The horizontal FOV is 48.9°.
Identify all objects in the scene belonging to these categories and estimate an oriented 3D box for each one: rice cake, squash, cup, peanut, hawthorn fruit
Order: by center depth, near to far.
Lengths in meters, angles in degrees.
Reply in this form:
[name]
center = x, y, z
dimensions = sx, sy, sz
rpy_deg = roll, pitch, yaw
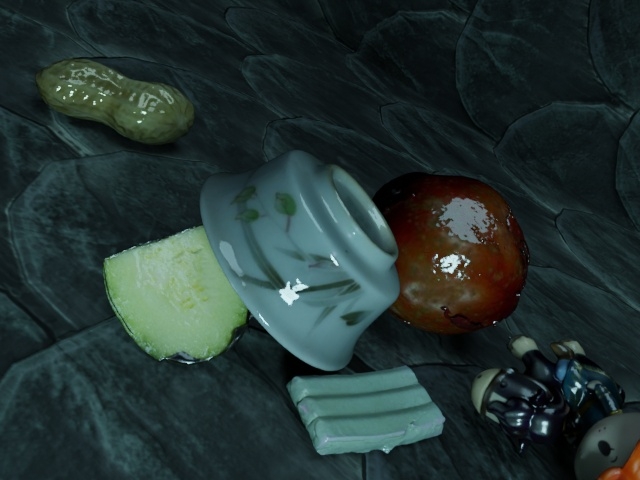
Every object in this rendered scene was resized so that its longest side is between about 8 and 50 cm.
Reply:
[squash]
center = -0.189, 0.086, 0.980
dimensions = 0.192, 0.085, 0.184
rpy_deg = -20, 78, -19
[rice cake]
center = 0.067, 0.236, 0.986
dimensions = 0.237, 0.043, 0.127
rpy_deg = 5, 35, -37
[cup]
center = 0.000, 0.000, 1.029
dimensions = 0.347, 0.163, 0.347
rpy_deg = 47, 20, -22
[hawthorn fruit]
center = 0.216, 0.015, 1.249
dimensions = 0.316, 0.316, 0.316
rpy_deg = 22, 28, -12
[peanut]
center = -0.389, -0.263, 1.344
dimensions = 0.299, 0.120, 0.136
rpy_deg = 17, 25, -16

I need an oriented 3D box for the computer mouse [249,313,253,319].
[computer mouse]
center = -0.109, 0.022, 1.164
dimensions = 0.158, 0.071, 0.310
rpy_deg = 31, 27, 2

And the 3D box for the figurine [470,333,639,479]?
[figurine]
center = 0.419, 0.287, 1.059
dimensions = 0.306, 0.241, 0.412
rpy_deg = 10, 21, -47
